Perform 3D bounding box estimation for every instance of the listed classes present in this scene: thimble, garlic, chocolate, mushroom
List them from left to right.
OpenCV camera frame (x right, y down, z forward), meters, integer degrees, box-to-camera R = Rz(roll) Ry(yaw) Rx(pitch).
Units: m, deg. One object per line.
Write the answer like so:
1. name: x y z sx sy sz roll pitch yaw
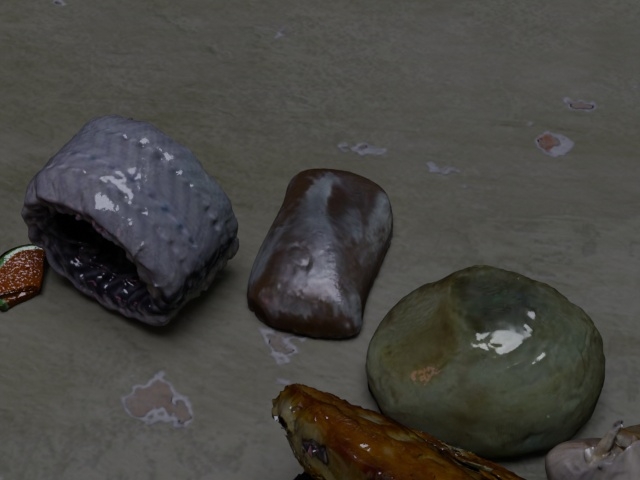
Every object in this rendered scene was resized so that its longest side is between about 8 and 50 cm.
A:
1. thimble: -0.233 -0.023 1.589 0.245 0.217 0.157 34 60 9
2. chocolate: 0.002 -0.001 1.644 0.157 0.080 0.254 11 49 11
3. mushroom: 0.180 0.129 1.468 0.267 0.164 0.189 22 51 20
4. garlic: 0.353 0.251 1.361 0.229 0.178 0.142 -12 78 16

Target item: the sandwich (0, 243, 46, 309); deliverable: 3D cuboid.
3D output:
1. sandwich: -0.384 0.046 1.650 0.069 0.026 0.101 6 51 1

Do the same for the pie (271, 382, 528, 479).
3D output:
1. pie: 0.099 0.239 1.324 0.308 0.308 0.085 21 86 19

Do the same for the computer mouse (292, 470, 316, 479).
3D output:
1. computer mouse: -0.003 0.294 1.394 0.099 0.057 0.172 37 57 26
